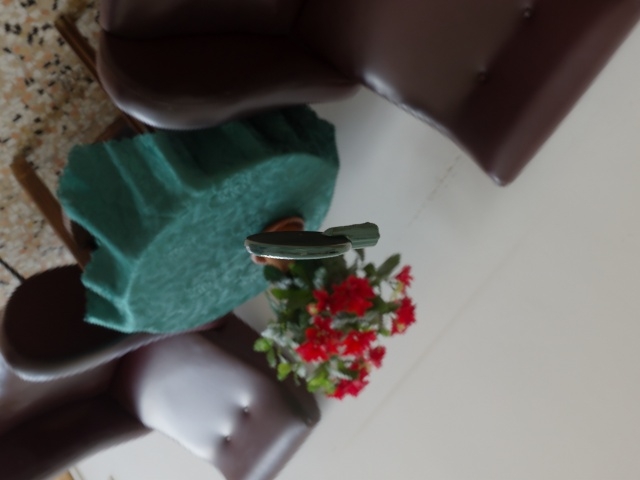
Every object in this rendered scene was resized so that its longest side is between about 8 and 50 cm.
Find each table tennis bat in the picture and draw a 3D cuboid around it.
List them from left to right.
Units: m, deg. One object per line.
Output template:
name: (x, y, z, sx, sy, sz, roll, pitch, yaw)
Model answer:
table tennis bat: (0.000, 0.000, 0.919, 0.201, 0.124, 0.033, -7, 103, -45)
